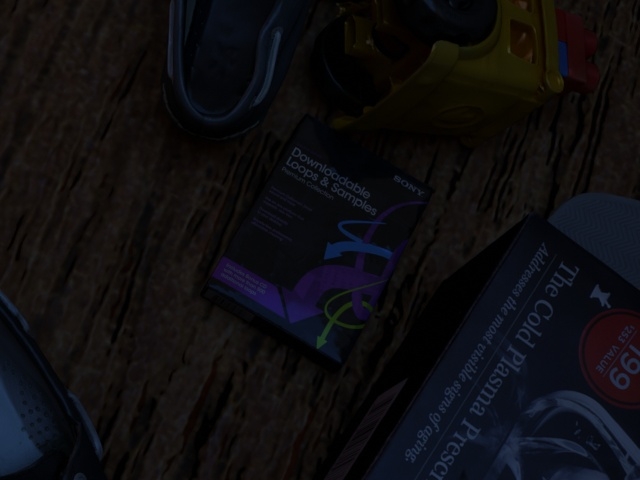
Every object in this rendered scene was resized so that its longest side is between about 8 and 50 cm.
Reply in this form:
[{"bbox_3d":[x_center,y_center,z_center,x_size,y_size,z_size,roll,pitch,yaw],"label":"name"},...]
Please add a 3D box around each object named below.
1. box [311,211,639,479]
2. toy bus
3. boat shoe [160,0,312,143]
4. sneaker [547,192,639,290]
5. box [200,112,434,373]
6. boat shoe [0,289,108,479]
[{"bbox_3d":[0.153,0.219,1.050,0.312,0.179,0.343,36,67,-4],"label":"box"},{"bbox_3d":[0.114,-0.183,1.200,0.211,0.149,0.220,10,65,-28],"label":"toy bus"},{"bbox_3d":[-0.038,-0.222,1.115,0.116,0.099,0.319,17,96,-3],"label":"boat shoe"},{"bbox_3d":[0.303,0.076,1.182,0.292,0.169,0.108,33,86,30],"label":"sneaker"},{"bbox_3d":[0.000,0.000,1.159,0.116,0.029,0.162,30,65,-5],"label":"box"},{"bbox_3d":[-0.195,0.153,1.018,0.114,0.091,0.302,-32,83,-23],"label":"boat shoe"}]
